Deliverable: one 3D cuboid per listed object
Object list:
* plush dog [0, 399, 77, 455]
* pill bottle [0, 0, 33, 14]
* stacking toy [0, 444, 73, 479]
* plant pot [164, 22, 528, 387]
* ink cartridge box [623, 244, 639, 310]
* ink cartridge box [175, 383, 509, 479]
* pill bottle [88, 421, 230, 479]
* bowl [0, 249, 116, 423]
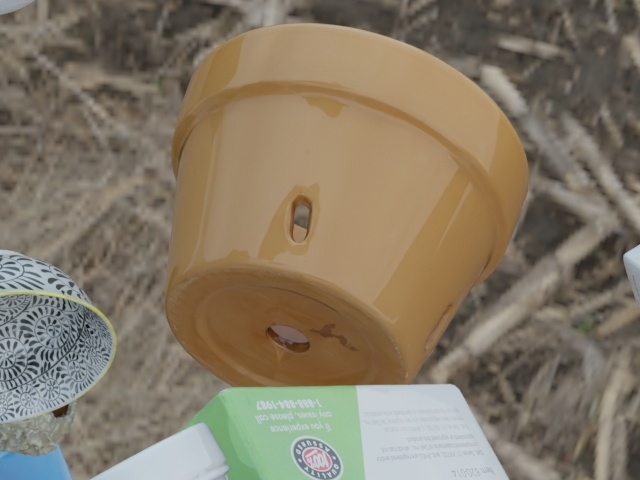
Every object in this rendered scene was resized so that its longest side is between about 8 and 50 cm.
[{"bbox_3d":[-0.378,0.119,1.644,0.225,0.210,0.262,-17,71,-47],"label":"plush dog"},{"bbox_3d":[-0.302,-0.327,1.677,0.152,0.152,0.272,-1,38,-9],"label":"pill bottle"},{"bbox_3d":[-0.369,0.252,1.912,0.175,0.166,0.302,-23,20,-22],"label":"stacking toy"},{"bbox_3d":[0.000,0.000,1.496,0.291,0.291,0.203,16,56,6],"label":"plant pot"},{"bbox_3d":[0.341,0.046,1.317,0.160,0.092,0.219,-31,31,-10],"label":"ink cartridge box"},{"bbox_3d":[0.056,0.251,0.979,0.207,0.119,0.353,4,49,-49],"label":"ink cartridge box"},{"bbox_3d":[-0.041,0.168,0.816,0.094,0.094,0.169,-26,85,-28],"label":"pill bottle"},{"bbox_3d":[-0.243,0.060,1.420,0.170,0.170,0.080,-7,53,-14],"label":"bowl"}]
